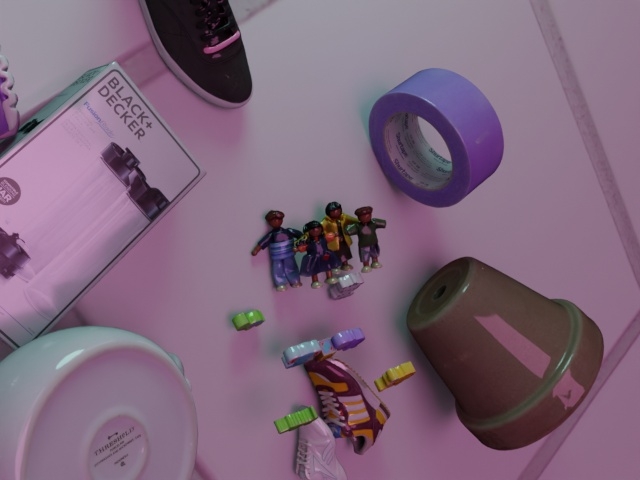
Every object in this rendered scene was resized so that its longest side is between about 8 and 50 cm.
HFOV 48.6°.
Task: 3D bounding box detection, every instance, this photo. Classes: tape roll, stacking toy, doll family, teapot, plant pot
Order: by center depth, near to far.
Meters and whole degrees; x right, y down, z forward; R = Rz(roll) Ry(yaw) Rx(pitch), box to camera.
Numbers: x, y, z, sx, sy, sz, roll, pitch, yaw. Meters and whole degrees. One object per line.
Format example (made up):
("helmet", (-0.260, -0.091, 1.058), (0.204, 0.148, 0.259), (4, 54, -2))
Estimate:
("teapot", (-0.260, 0.201, 0.718), (0.256, 0.187, 0.253), (37, 58, -46))
("stacking toy", (0.005, 0.145, 0.965), (0.221, 0.052, 0.167), (-14, 66, -33))
("doll family", (0.000, 0.000, 0.993), (0.193, 0.076, 0.111), (-18, 108, -30))
("tape roll", (0.165, -0.147, 1.028), (0.080, 0.189, 0.189), (-37, 113, -27))
("plant pot", (0.261, 0.154, 1.106), (0.229, 0.263, 0.263), (41, 69, -11))

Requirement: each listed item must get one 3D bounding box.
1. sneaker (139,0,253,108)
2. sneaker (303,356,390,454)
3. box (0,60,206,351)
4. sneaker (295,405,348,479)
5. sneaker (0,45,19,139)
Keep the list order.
("sneaker", (-0.139, -0.292, 0.829), (0.104, 0.147, 0.296), (-39, 115, -29))
("sneaker", (0.030, 0.239, 1.029), (0.185, 0.069, 0.084), (46, 62, -27))
("box", (-0.287, -0.041, 0.776), (0.290, 0.087, 0.169), (-48, 118, -23))
("sneaker", (-0.008, 0.309, 1.017), (0.061, 0.053, 0.152), (-28, 109, -28))
("sneaker", (-0.383, -0.204, 0.702), (0.104, 0.095, 0.236), (-29, 104, -24))
